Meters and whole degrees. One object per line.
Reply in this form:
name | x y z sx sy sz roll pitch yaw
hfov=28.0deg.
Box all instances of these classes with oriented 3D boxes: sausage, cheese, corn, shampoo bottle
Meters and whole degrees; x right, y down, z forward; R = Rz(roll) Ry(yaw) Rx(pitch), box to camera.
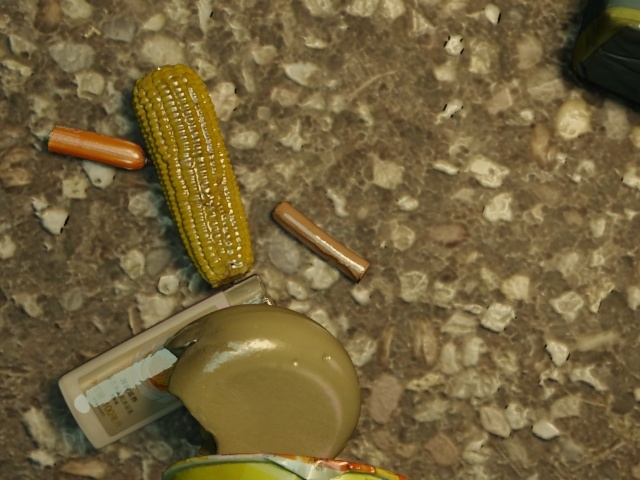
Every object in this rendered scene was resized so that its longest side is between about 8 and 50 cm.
sausage | -0.223 -0.094 1.315 0.107 0.031 0.031 12 86 0
cheese | -0.061 0.143 1.239 0.175 0.091 0.202 -45 120 5
sausage | 0.000 0.000 1.318 0.116 0.026 0.026 37 86 2
corn | -0.124 -0.067 1.292 0.080 0.080 0.231 -19 86 -3
shampoo bottle | -0.144 0.121 1.290 0.227 0.056 0.086 -27 98 -3

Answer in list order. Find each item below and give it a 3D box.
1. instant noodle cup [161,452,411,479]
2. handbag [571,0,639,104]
instant noodle cup | -0.029 0.321 1.157 0.264 0.264 0.200 7 67 -1
handbag | 0.405 -0.243 1.248 0.263 0.222 0.241 22 81 2
